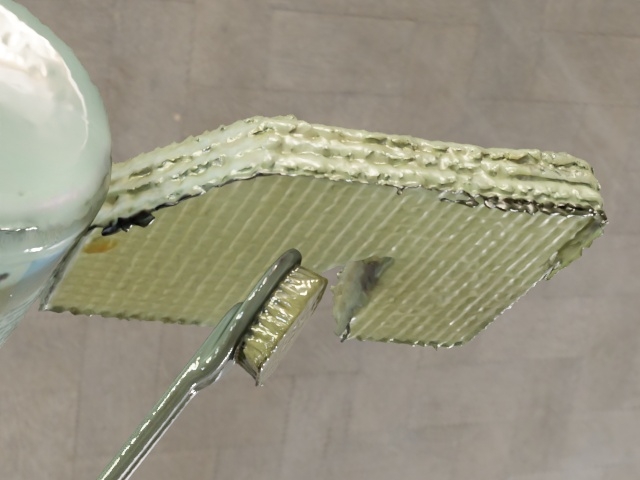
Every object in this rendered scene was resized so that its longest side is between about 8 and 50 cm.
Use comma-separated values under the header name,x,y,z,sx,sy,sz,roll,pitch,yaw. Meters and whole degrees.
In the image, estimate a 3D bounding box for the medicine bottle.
name,x,y,z,sx,sy,sz,roll,pitch,yaw
medicine bottle,-0.173,-0.005,0.506,0.135,0.135,0.168,16,135,-31

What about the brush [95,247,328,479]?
name,x,y,z,sx,sy,sz,roll,pitch,yaw
brush,-0.085,0.108,0.487,0.027,0.062,0.266,38,73,9

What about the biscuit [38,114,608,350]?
name,x,y,z,sx,sy,sz,roll,pitch,yaw
biscuit,0.000,0.000,0.619,0.250,0.046,0.147,5,147,-25
